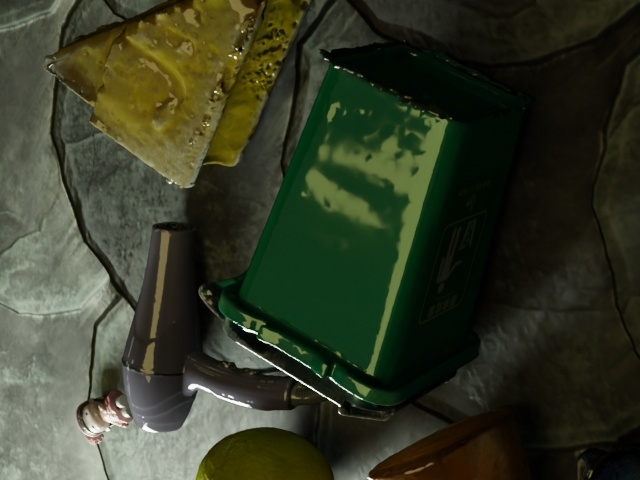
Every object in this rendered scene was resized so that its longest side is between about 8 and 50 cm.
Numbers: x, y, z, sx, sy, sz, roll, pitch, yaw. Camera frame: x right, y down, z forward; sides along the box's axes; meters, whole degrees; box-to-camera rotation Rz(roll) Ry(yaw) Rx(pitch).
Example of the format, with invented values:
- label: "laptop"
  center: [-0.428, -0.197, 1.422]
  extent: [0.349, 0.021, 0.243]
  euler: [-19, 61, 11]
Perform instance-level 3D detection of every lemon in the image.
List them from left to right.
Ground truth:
- label: "lemon"
  center: [-0.081, 0.341, 1.864]
  extent: [0.248, 0.184, 0.184]
  euler: [9, 110, 51]

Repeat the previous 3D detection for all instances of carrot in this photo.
- label: "carrot"
  center: [0.190, 0.349, 1.629]
  extent: [0.196, 0.196, 0.254]
  euler: [-23, 93, 43]

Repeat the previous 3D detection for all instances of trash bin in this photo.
- label: "trash bin"
  center: [0.060, -0.026, 1.575]
  extent: [0.295, 0.259, 0.381]
  euler: [29, 115, 25]

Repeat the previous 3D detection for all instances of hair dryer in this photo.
- label: "hair dryer"
  center: [-0.118, 0.150, 1.910]
  extent: [0.361, 0.121, 0.301]
  euler: [14, 105, 28]

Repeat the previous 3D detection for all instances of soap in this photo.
- label: "soap"
  center: [-0.190, -0.291, 1.756]
  extent: [0.304, 0.169, 0.338]
  euler: [37, 126, 14]

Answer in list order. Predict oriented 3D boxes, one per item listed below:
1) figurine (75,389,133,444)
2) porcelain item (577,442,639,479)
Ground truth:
- label: "figurine"
  center: [-0.334, 0.276, 2.159]
  extent: [0.129, 0.054, 0.072]
  euler: [-24, 103, 36]
- label: "porcelain item"
  center: [0.398, 0.252, 1.445]
  extent: [0.288, 0.138, 0.186]
  euler: [-21, 88, 42]
